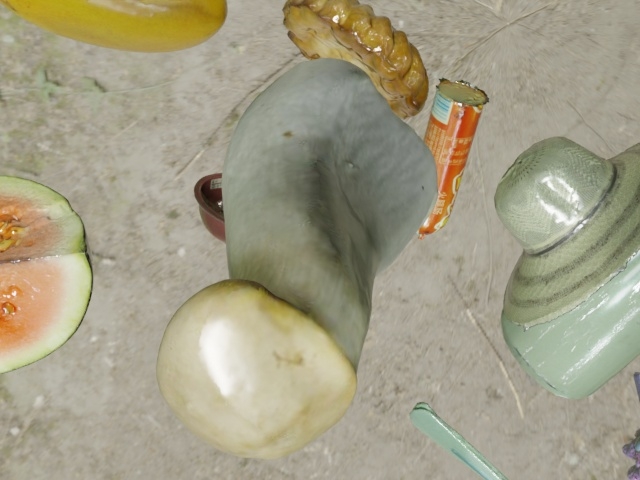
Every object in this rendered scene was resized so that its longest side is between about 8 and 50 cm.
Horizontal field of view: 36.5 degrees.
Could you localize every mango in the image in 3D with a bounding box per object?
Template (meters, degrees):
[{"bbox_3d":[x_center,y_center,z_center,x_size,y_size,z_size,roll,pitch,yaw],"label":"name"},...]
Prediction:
[{"bbox_3d":[-0.381,-0.466,1.719,0.445,0.300,0.232,16,70,-12],"label":"mango"}]

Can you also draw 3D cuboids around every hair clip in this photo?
[{"bbox_3d":[0.588,0.339,1.717,0.090,0.137,0.279,25,62,-7],"label":"hair clip"}]

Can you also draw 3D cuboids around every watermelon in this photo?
[{"bbox_3d":[-0.291,0.015,0.920,0.137,0.145,0.193,30,120,-30],"label":"watermelon"}]

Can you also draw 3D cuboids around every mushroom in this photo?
[{"bbox_3d":[0.000,0.000,0.618,0.159,0.329,0.122,21,125,-3],"label":"mushroom"}]

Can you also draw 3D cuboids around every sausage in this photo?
[{"bbox_3d":[0.175,-0.107,1.425,0.083,0.083,0.264,17,127,7],"label":"sausage"}]

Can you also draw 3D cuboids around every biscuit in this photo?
[{"bbox_3d":[0.074,-0.359,1.829,0.325,0.326,0.107,35,81,2],"label":"biscuit"}]

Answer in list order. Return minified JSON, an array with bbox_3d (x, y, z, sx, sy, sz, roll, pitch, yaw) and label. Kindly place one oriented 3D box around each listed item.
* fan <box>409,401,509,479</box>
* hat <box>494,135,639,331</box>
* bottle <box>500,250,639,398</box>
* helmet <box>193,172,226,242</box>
[{"bbox_3d":[0.155,0.210,0.847,0.193,0.038,0.016,40,64,13],"label":"fan"},{"bbox_3d":[0.235,-0.042,0.968,0.110,0.252,0.252,40,107,-9],"label":"hat"},{"bbox_3d":[0.391,0.039,1.222,0.168,0.168,0.347,40,119,0],"label":"bottle"},{"bbox_3d":[-0.096,-0.022,1.070,0.111,0.089,0.057,49,134,41],"label":"helmet"}]
